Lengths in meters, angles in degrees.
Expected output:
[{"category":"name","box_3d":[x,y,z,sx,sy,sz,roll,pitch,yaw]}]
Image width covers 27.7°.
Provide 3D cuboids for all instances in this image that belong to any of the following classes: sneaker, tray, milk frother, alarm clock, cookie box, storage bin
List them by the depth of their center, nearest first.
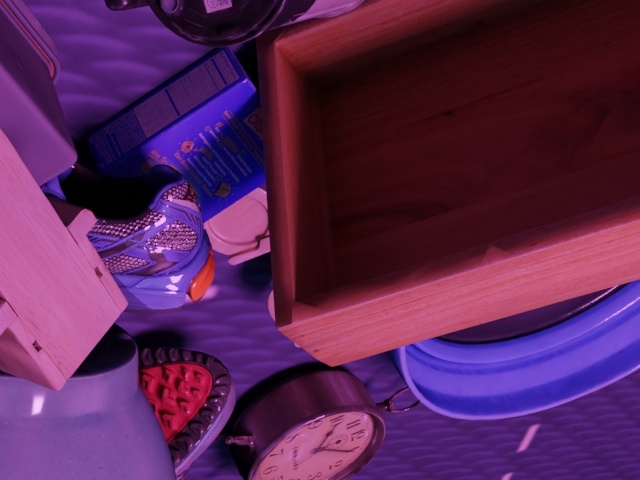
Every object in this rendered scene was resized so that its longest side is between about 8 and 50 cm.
[{"category":"milk frother","box_3d":[-0.045,-0.180,0.661,0.135,0.129,0.143,-35,132,-63]},{"category":"storage bin","box_3d":[-0.190,-0.081,0.672,0.098,0.091,0.135,-31,143,1]},{"category":"tray","box_3d":[0.165,-0.084,0.701,0.411,0.203,0.076,-17,148,21]},{"category":"sneaker","box_3d":[-0.172,-0.012,0.756,0.221,0.083,0.087,-2,128,-10]},{"category":"cookie box","box_3d":[-0.078,-0.058,0.818,0.107,0.040,0.092,-32,142,3]},{"category":"sneaker","box_3d":[-0.156,0.169,1.009,0.262,0.104,0.125,-41,160,20]},{"category":"alarm clock","box_3d":[0.005,0.160,1.115,0.192,0.064,0.129,-16,141,-16]}]

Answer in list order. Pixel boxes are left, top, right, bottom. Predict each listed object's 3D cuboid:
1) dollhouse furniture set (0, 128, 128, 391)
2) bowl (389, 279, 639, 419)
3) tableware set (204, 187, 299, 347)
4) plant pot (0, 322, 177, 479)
[{"category":"dollhouse furniture set","box_3d":[-0.333,0.039,0.628,0.303,0.355,0.174,-53,139,-28]},{"category":"bowl","box_3d":[0.222,-0.006,1.062,0.391,0.077,0.391,-19,142,-15]},{"category":"tableware set","box_3d":[0.000,0.000,0.900,0.141,0.020,0.169,-31,123,22]},{"category":"plant pot","box_3d":[-0.212,0.141,0.792,0.293,0.293,0.196,4,105,-38]}]
